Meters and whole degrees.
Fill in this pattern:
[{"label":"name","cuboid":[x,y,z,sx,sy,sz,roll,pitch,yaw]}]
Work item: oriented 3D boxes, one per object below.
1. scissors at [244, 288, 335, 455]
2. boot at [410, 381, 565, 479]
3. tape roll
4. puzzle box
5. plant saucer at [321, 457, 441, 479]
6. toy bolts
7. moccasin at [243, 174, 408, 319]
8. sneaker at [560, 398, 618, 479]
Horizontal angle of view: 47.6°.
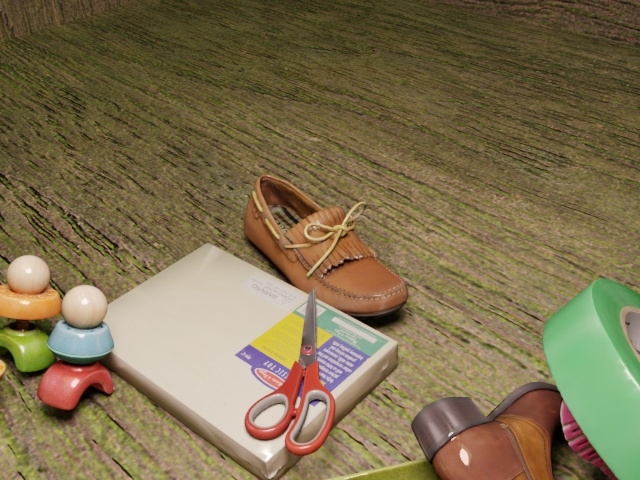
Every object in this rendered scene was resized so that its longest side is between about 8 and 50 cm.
[{"label":"scissors","cuboid":[-0.009,0.165,0.974,0.109,0.021,0.297,6,35,17]},{"label":"boot","cuboid":[0.263,0.287,0.782,0.264,0.096,0.280,11,34,-41]},{"label":"tape roll","cuboid":[0.383,0.186,0.783,0.321,0.077,0.321,31,29,-19]},{"label":"puzzle box","cuboid":[-0.127,0.154,1.060,0.409,0.052,0.272,25,43,35]},{"label":"plant saucer","cuboid":[0.096,0.333,0.785,0.188,0.045,0.188,-9,34,-9]},{"label":"toy bolts","cuboid":[-0.397,0.121,0.988,0.228,0.158,0.218,15,12,20]},{"label":"moccasin","cuboid":[0.003,-0.001,1.184,0.139,0.147,0.380,-13,34,-27]},{"label":"sneaker","cuboid":[0.328,0.218,0.831,0.063,0.170,0.075,-36,20,29]}]
